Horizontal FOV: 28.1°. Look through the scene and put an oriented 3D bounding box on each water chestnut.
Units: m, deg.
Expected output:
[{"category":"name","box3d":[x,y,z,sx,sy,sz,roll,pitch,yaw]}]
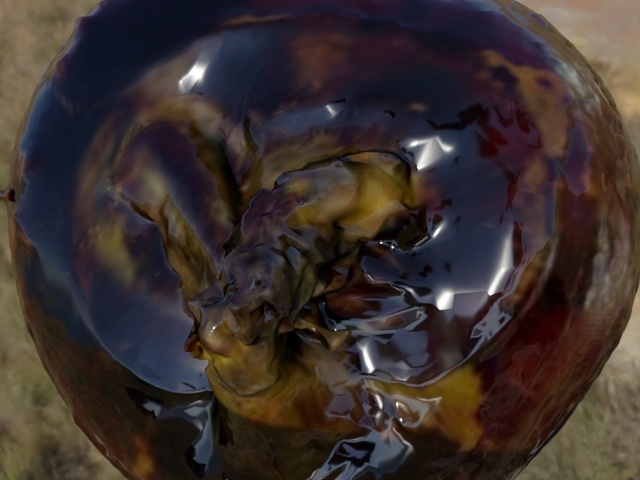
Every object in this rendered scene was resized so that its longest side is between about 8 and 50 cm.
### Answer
[{"category":"water chestnut","box3d":[0.000,0.000,0.441,0.223,0.224,0.238,-7,-6,16]}]
